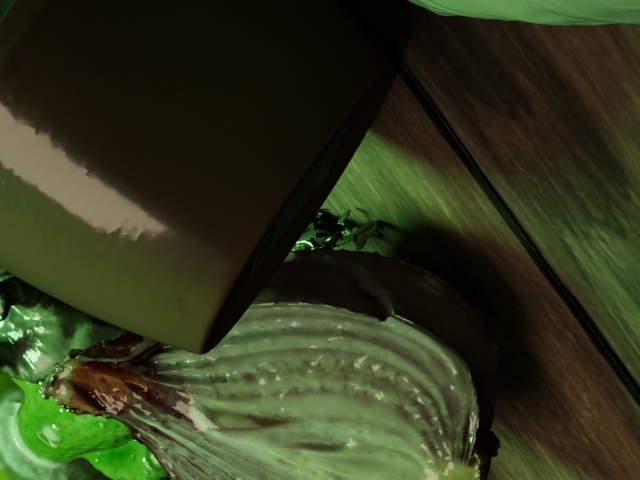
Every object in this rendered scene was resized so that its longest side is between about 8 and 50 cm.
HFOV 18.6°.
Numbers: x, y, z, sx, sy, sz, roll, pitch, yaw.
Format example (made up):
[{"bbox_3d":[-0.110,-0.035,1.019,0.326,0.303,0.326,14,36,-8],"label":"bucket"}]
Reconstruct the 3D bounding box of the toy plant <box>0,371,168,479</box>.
[{"bbox_3d":[-0.266,0.191,2.050,0.224,0.184,0.316,45,143,-2],"label":"toy plant"}]

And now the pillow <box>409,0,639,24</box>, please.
[{"bbox_3d":[0.099,-0.217,1.035,0.310,0.138,0.283,12,148,47],"label":"pillow"}]

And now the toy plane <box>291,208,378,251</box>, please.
[{"bbox_3d":[0.000,0.000,1.555,0.120,0.049,0.031,-16,118,39],"label":"toy plane"}]

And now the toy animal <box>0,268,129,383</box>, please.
[{"bbox_3d":[-0.243,0.079,1.781,0.343,0.168,0.106,21,106,17],"label":"toy animal"}]

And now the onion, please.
[{"bbox_3d":[-0.030,0.104,1.528,0.348,0.159,0.267,19,119,-2],"label":"onion"}]

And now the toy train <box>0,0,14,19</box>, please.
[{"bbox_3d":[-0.310,-0.190,1.530,0.299,0.202,0.131,29,148,26],"label":"toy train"}]

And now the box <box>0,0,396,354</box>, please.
[{"bbox_3d":[-0.101,-0.076,1.330,0.216,0.301,0.301,35,152,6],"label":"box"}]
